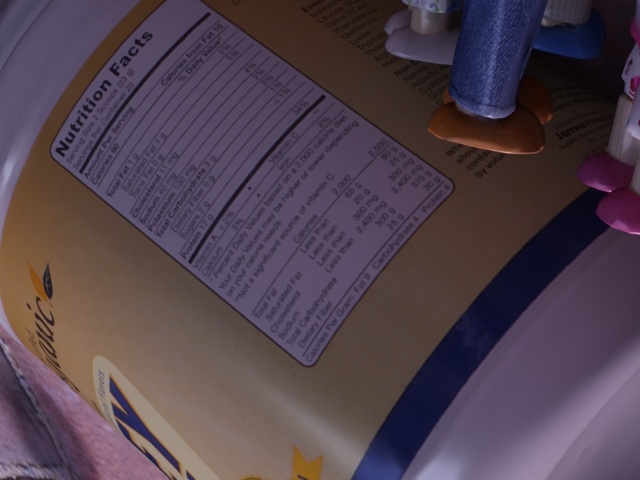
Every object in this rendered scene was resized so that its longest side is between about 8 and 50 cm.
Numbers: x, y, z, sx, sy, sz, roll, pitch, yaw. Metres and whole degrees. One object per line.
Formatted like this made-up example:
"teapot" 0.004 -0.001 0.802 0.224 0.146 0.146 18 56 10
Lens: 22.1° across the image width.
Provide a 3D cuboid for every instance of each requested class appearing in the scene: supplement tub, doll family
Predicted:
"supplement tub" 0.000 0.000 0.667 0.316 0.228 0.228 38 144 26
"doll family" 0.061 -0.119 0.478 0.263 0.118 0.163 -96 13 -67
